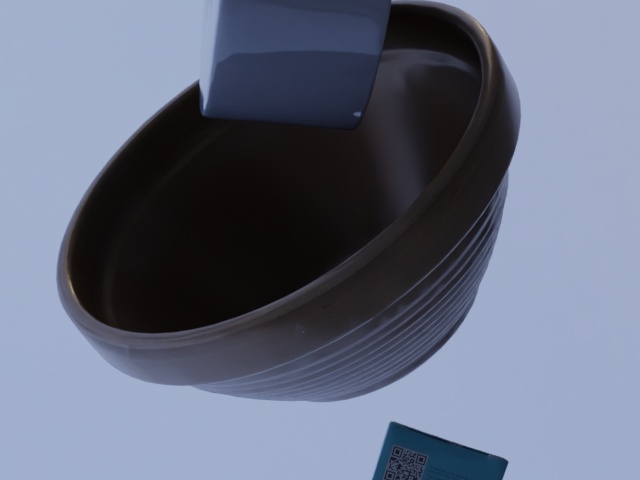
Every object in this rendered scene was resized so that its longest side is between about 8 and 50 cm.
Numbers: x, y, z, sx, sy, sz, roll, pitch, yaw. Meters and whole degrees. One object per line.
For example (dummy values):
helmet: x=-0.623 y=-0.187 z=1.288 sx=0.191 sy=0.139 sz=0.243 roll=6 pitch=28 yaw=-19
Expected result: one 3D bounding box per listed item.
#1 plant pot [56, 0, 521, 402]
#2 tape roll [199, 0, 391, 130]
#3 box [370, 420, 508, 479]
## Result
plant pot: x=0.000 y=0.000 z=0.928 sx=0.110 sy=0.237 sz=0.237 roll=58 pitch=-142 yaw=-31
tape roll: x=-0.010 y=-0.161 z=0.868 sx=0.072 sy=0.219 sz=0.219 roll=4 pitch=-122 yaw=-7
box: x=0.097 y=0.197 z=1.636 sx=0.100 sy=0.244 sz=0.060 roll=18 pitch=-95 yaw=5
